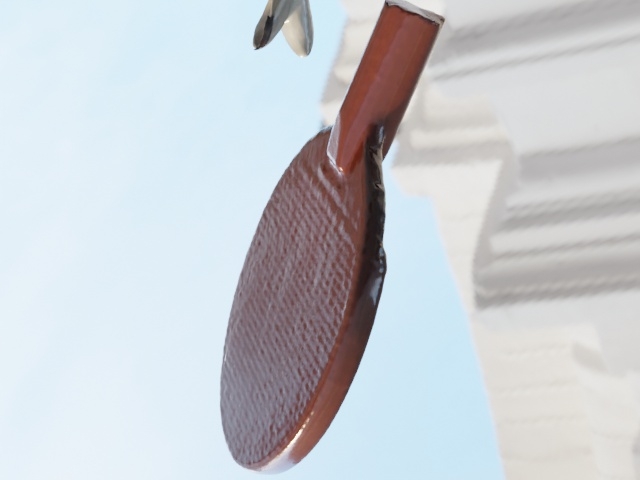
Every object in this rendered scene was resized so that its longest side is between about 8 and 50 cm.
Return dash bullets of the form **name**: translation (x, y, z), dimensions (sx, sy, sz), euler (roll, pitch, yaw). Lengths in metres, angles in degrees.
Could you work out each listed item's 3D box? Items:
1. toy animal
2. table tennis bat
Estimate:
- **toy animal**: translation (-0.027, -0.302, 1.625), dimensions (0.182, 0.131, 0.127), euler (-45, -133, 27)
- **table tennis bat**: translation (0.000, 0.000, 1.242), dimensions (0.414, 0.051, 0.268), euler (-68, -157, 17)
